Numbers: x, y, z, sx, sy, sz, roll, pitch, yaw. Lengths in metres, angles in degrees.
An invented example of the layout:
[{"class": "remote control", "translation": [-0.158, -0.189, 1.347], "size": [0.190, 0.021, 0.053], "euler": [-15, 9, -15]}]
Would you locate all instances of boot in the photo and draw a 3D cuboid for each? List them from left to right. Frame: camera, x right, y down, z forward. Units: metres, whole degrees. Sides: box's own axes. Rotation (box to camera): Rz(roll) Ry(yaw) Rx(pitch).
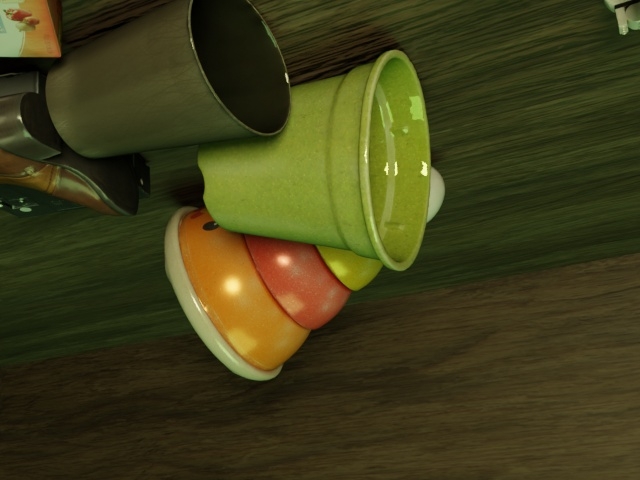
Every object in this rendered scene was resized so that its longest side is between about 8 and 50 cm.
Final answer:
[{"class": "boot", "translation": [-0.406, -0.077, 1.013], "size": [0.280, 0.096, 0.264], "euler": [-11, 162, 21]}]

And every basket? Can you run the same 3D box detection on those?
[{"class": "basket", "translation": [-0.180, -0.176, 0.891], "size": [0.226, 0.154, 0.204], "euler": [-9, 162, 24]}]

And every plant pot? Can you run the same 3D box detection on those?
[{"class": "plant pot", "translation": [-0.011, -0.101, 1.047], "size": [0.253, 0.276, 0.276], "euler": [1, 167, 22]}]

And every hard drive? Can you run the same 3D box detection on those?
[{"class": "hard drive", "translation": [-0.417, -0.123, 1.127], "size": [0.236, 0.064, 0.339], "euler": [-9, 164, 11]}]

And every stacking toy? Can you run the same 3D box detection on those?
[{"class": "stacking toy", "translation": [0.000, 0.000, 1.403], "size": [0.479, 0.351, 0.350], "euler": [-29, 157, 12]}]

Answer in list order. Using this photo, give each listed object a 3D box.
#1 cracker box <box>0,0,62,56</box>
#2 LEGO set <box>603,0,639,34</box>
[{"class": "cracker box", "translation": [-0.374, -0.240, 0.748], "size": [0.232, 0.067, 0.156], "euler": [-2, 162, -10]}, {"class": "LEGO set", "translation": [0.423, -0.271, 0.841], "size": [0.227, 0.093, 0.087], "euler": [-12, 162, 21]}]
